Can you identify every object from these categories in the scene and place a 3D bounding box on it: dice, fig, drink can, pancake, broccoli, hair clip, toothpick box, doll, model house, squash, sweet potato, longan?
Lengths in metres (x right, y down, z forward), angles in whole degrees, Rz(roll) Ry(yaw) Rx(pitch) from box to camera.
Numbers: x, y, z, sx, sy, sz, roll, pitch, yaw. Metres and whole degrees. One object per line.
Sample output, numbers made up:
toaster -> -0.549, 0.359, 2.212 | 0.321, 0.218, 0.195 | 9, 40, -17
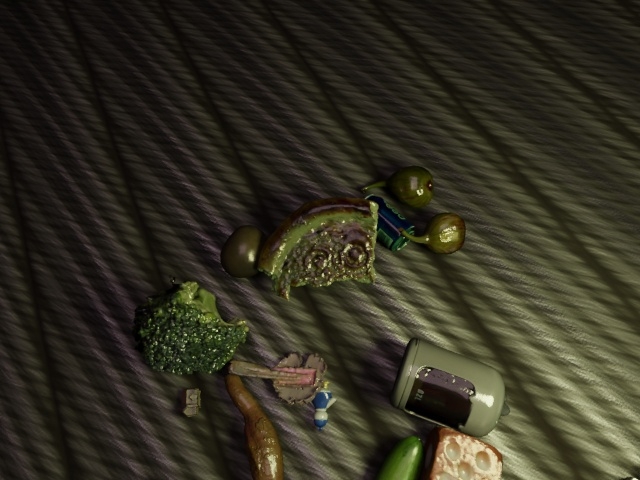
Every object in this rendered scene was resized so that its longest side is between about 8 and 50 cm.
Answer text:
dice -> 0.372, 0.614, 1.181 | 0.180, 0.174, 0.174 | 16, 67, 8
fig -> 0.364, -0.018, 1.448 | 0.246, 0.149, 0.149 | -6, 63, -24
drink can -> 0.224, -0.063, 1.530 | 0.118, 0.118, 0.205 | -40, 69, -12
pancake -> -0.006, 0.020, 1.406 | 0.427, 0.067, 0.304 | -12, 82, 4
broccoli -> -0.404, 0.250, 1.389 | 0.348, 0.293, 0.280 | -1, 27, -6
fig -> 0.284, -0.195, 1.603 | 0.260, 0.151, 0.151 | 5, 63, 38
hair clip -> -0.133, 0.416, 1.364 | 0.301, 0.069, 0.172 | 5, 52, 8
toothpick box -> 0.378, 0.421, 1.256 | 0.317, 0.229, 0.228 | 18, 69, 12
doll -> 0.002, 0.501, 1.333 | 0.099, 0.058, 0.142 | -10, 64, 25
model house -> -0.409, 0.509, 1.373 | 0.058, 0.057, 0.083 | -4, 67, -1
squash -> 0.175, 0.714, 1.188 | 0.107, 0.107, 0.394 | 25, 76, 16
sweet potato -> -0.187, 0.565, 1.301 | 0.109, 0.109, 0.385 | -24, 60, -5
longan -> -0.258, 0.041, 1.510 | 0.190, 0.189, 0.189 | -2, 66, 5

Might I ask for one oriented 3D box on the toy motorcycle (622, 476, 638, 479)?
toy motorcycle -> 0.827, 0.732, 1.109 | 0.341, 0.107, 0.222 | -36, 58, -3
